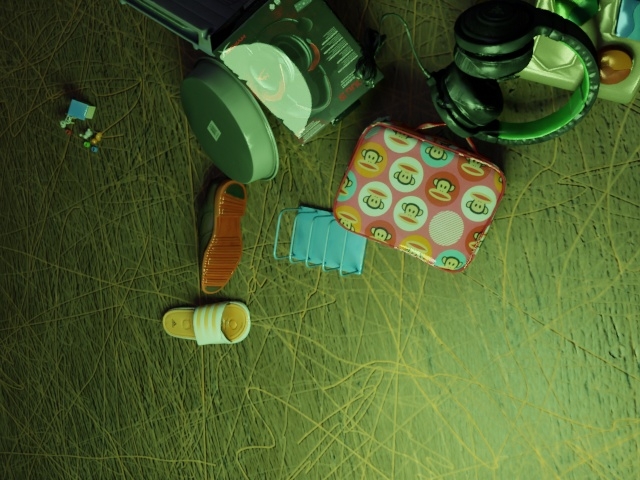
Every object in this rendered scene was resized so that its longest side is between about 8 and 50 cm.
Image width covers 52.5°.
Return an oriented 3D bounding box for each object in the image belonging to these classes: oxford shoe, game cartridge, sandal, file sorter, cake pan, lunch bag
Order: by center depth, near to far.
[{"bbox_3d":[0.190,-0.103,1.220,0.293,0.120,0.258,25,106,7],"label":"lunch bag"},{"bbox_3d":[0.000,0.000,1.365,0.170,0.104,0.118,13,99,27],"label":"file sorter"},{"bbox_3d":[-0.202,-0.242,1.377,0.293,0.054,0.293,42,154,26],"label":"cake pan"},{"bbox_3d":[-0.270,-0.526,1.408,0.355,0.230,0.068,35,139,21],"label":"game cartridge"},{"bbox_3d":[-0.241,-0.013,1.510,0.098,0.097,0.271,19,98,45],"label":"oxford shoe"},{"bbox_3d":[-0.288,0.204,1.545,0.265,0.076,0.102,-7,91,28],"label":"sandal"}]

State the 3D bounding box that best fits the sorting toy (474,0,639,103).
[{"bbox_3d":[0.396,-0.346,1.056,0.307,0.041,0.229,16,138,7],"label":"sorting toy"}]

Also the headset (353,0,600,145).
[{"bbox_3d":[0.256,-0.265,1.063,0.394,0.185,0.243,17,142,-2],"label":"headset"}]

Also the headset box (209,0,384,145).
[{"bbox_3d":[-0.035,-0.348,1.266,0.218,0.293,0.110,-38,33,14],"label":"headset box"}]

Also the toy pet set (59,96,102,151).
[{"bbox_3d":[-0.632,-0.307,1.693,0.122,0.065,0.114,30,107,22],"label":"toy pet set"}]

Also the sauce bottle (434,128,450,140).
[{"bbox_3d":[0.197,-0.176,1.286,0.128,0.042,0.042,-28,81,24],"label":"sauce bottle"}]
